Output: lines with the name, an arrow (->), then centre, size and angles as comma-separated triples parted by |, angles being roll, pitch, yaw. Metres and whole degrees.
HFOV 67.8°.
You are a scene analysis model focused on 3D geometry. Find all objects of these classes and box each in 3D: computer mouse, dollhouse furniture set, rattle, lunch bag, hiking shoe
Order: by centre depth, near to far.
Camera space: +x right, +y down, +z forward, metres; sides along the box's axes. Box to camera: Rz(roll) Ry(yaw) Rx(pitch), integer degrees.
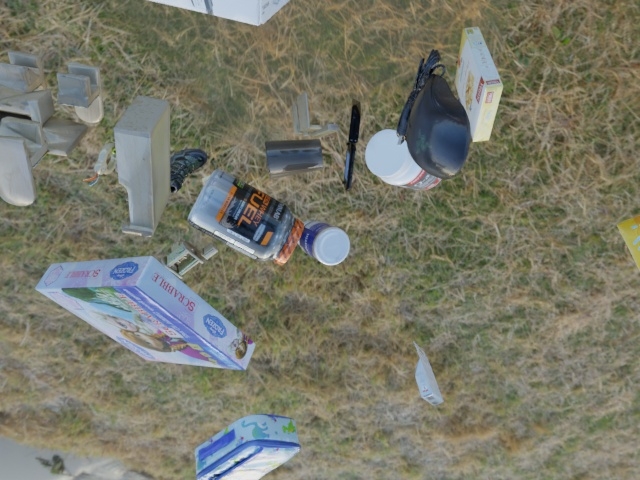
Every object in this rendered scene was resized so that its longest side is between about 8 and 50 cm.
computer mouse -> 0.179, -0.204, 0.826 | 0.072, 0.272, 0.189 | 5, 128, -10
dollhouse furniture set -> -0.539, -0.187, 1.021 | 0.393, 0.362, 0.257 | 9, 129, -7
lunch bag -> -0.170, 0.479, 1.083 | 0.219, 0.090, 0.176 | -39, 136, 23
hiking shoe -> -0.438, -0.195, 1.456 | 0.226, 0.114, 0.086 | -30, 151, -11
dollhouse furniture set -> -0.024, -0.453, 1.732 | 0.151, 0.144, 0.124 | -7, 93, -33
dollhouse furniture set -> -0.489, 0.015, 1.769 | 0.181, 0.161, 0.101 | -36, 130, 10
rattle -> -0.796, -0.276, 1.835 | 0.142, 0.200, 0.130 | 27, 140, -15

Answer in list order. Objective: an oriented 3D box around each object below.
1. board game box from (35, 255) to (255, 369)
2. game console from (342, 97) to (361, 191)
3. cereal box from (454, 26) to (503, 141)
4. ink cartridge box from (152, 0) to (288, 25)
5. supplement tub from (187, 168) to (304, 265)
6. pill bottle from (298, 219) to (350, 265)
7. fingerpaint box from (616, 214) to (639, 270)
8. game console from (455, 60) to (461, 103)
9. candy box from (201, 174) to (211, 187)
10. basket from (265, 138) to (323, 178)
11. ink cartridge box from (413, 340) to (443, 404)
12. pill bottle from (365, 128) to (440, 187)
board game box -> -0.346, 0.155, 0.959 | 0.317, 0.066, 0.319 | -5, 139, 33
game console -> 0.122, -0.369, 1.892 | 0.043, 0.213, 0.362 | 6, 116, 1
cereal box -> 0.394, -0.395, 1.205 | 0.047, 0.240, 0.173 | -5, 144, 3
ink cartridge box -> -0.309, -0.833, 1.470 | 0.394, 0.286, 0.166 | 17, 139, 9
supplement tub -> -0.236, -0.067, 1.544 | 0.337, 0.207, 0.207 | 28, 122, -13
pill bottle -> 0.000, 0.000, 1.951 | 0.153, 0.264, 0.153 | -5, 103, -22
fingerpaint box -> 0.830, 0.093, 0.838 | 0.163, 0.445, 0.371 | -11, 165, -30
game console -> 0.464, -0.504, 1.564 | 0.085, 0.144, 0.124 | -36, 115, 24
candy box -> -0.405, -0.124, 2.083 | 0.087, 0.183, 0.317 | -22, 144, 2
basket -> -0.107, -0.345, 1.976 | 0.226, 0.154, 0.204 | -7, 172, -4
ink cartridge box -> 0.334, 0.432, 1.546 | 0.045, 0.180, 0.145 | -28, 144, 12
pill bottle -> 0.333, -0.311, 1.847 | 0.210, 0.210, 0.362 | -44, 157, 27
